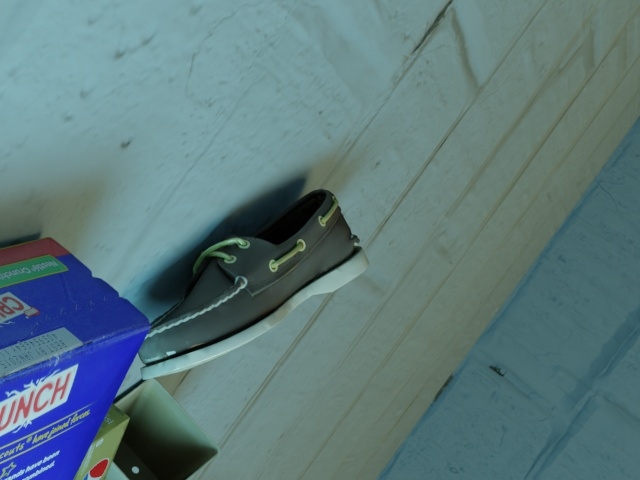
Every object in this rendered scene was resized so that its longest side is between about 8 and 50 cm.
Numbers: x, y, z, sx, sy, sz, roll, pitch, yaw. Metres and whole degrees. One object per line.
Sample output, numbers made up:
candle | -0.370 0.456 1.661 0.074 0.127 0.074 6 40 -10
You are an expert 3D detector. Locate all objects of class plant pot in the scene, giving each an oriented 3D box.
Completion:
plant pot | -0.191 0.229 1.181 0.109 0.109 0.096 -35 168 -48

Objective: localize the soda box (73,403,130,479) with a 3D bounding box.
soda box | -0.244 0.222 1.079 0.058 0.061 0.181 -33 154 -52

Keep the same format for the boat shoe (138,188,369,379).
boat shoe | -0.071 0.038 1.126 0.116 0.097 0.324 -14 -170 41

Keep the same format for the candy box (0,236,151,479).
candy box | -0.285 0.172 0.758 0.317 0.122 0.268 -59 162 21
